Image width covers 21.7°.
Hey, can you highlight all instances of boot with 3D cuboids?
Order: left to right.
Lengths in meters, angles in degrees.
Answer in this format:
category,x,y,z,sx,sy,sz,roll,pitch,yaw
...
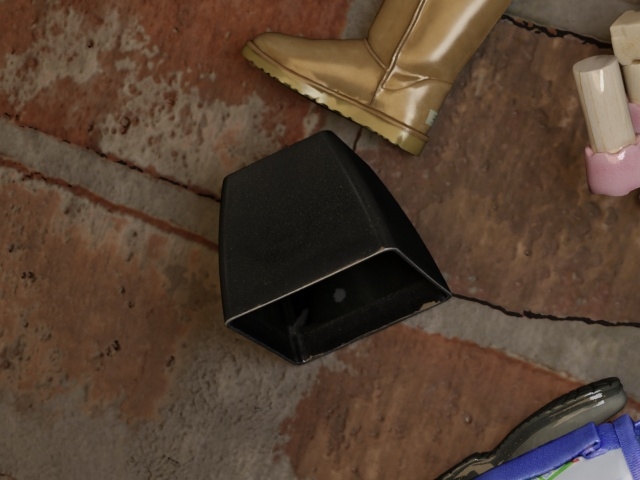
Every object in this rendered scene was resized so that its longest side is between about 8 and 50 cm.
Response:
category,x,y,z,sx,sy,sz,roll,pitch,yaw
boot,0.077,-0.253,1.758,0.236,0.089,0.269,29,94,8
boot,0.232,0.256,1.662,0.246,0.083,0.161,-36,84,14

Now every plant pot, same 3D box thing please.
category,x,y,z,sx,sy,sz,roll,pitch,yaw
plant pot,0.000,0.000,1.711,0.187,0.188,0.167,-24,64,15

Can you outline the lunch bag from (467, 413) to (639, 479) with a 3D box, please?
category,x,y,z,sx,sy,sz,roll,pitch,yaw
lunch bag,0.226,0.379,1.527,0.328,0.239,0.385,-28,100,13

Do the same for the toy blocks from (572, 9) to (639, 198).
category,x,y,z,sx,sy,sz,roll,pitch,yaw
toy blocks,0.427,-0.110,1.582,0.288,0.309,0.260,-5,115,29
